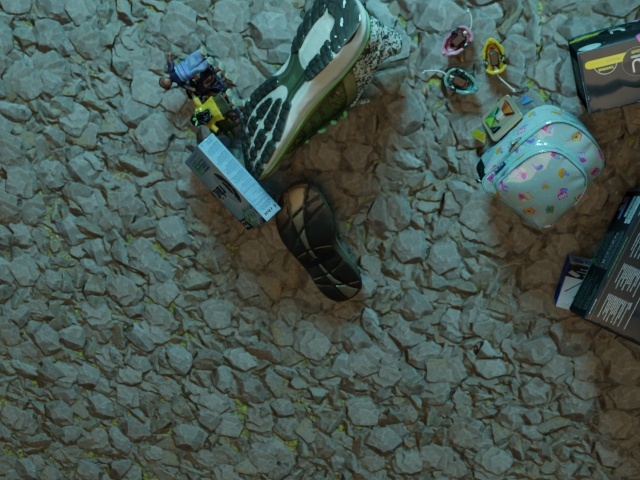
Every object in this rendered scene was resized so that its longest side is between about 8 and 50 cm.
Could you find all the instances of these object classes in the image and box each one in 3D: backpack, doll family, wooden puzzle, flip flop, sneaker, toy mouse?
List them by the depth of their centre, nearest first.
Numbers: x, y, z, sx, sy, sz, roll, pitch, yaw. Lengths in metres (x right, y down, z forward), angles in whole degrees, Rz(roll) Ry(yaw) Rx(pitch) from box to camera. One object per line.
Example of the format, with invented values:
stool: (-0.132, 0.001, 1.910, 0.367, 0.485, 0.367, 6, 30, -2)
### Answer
backpack: (0.384, -0.129, 1.308, 0.166, 0.144, 0.188, 35, 109, -15)
toy mouse: (0.248, -0.314, 1.325, 0.143, 0.031, 0.161, -16, 107, 17)
wooden puzzle: (0.315, -0.215, 1.332, 0.014, 0.078, 0.116, 30, 111, -31)
sneaker: (0.002, -0.239, 1.344, 0.182, 0.158, 0.410, 10, 139, -36)
doll family: (-0.220, -0.271, 1.425, 0.111, 0.076, 0.193, -25, 100, 25)
flip flop: (0.000, 0.000, 1.488, 0.112, 0.080, 0.277, -23, 120, 15)

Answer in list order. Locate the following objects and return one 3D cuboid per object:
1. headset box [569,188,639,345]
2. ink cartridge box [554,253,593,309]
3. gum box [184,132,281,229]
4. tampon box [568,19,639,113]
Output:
headset box: (0.622, 0.078, 1.307, 0.283, 0.131, 0.246, 24, 96, 6)
ink cartridge box: (0.554, 0.097, 1.420, 0.207, 0.046, 0.097, 13, 115, 7)
gum box: (-0.169, -0.106, 1.439, 0.041, 0.157, 0.184, -45, 99, -18)
tampon box: (0.472, -0.281, 1.220, 0.121, 0.161, 0.101, -12, 109, 16)
